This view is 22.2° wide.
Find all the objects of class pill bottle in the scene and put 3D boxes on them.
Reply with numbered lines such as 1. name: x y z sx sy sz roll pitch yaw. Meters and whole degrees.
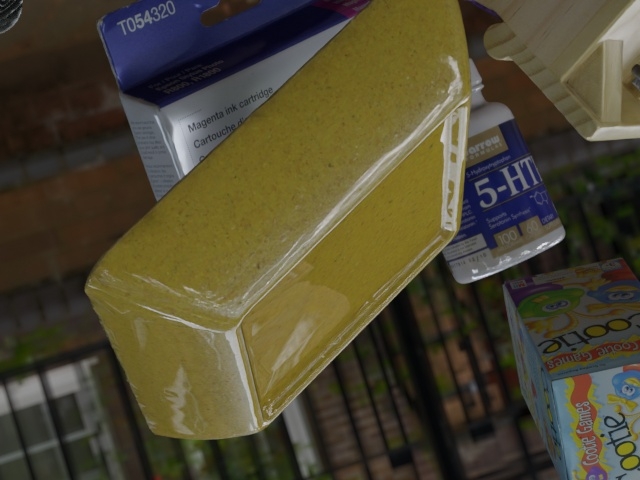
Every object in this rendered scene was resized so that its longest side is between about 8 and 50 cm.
1. pill bottle: 0.138 -0.065 1.494 0.112 0.186 0.112 -25 -179 0

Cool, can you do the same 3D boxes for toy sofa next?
1. toy sofa: 0.276 -0.253 1.174 0.362 0.177 0.150 -49 161 25

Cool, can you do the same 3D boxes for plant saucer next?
1. plant saucer: 0.000 0.000 1.180 0.333 0.081 0.333 -45 160 -15

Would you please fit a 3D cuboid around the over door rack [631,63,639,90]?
1. over door rack: 0.283 -0.118 0.844 0.239 0.108 0.324 -48 -177 13

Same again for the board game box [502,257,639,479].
1. board game box: 0.292 0.140 1.708 0.142 0.144 0.275 -12 -161 0

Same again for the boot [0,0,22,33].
1. boot: -0.414 -0.337 1.796 0.076 0.189 0.208 -33 -144 -15

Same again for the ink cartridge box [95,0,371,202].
1. ink cartridge box: -0.036 -0.121 1.642 0.324 0.330 0.071 -31 -157 -36
